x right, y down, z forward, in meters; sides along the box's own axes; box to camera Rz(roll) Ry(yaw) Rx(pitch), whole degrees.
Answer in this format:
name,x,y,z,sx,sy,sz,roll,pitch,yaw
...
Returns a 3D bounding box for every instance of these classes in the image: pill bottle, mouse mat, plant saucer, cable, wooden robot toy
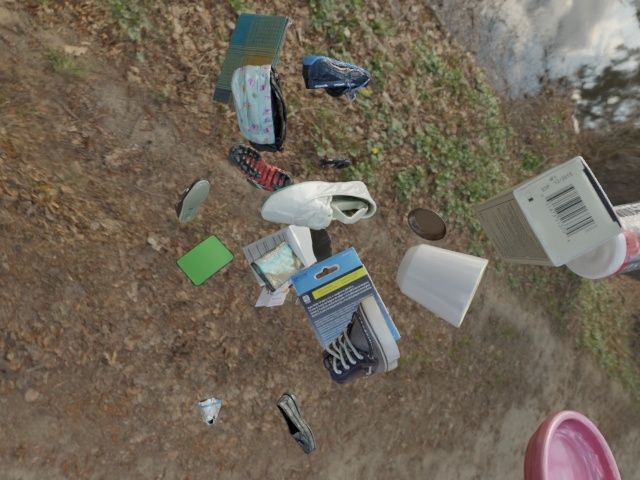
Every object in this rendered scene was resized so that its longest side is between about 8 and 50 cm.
name,x,y,z,sx,sy,sz,roll,pitch,yaw
pill bottle,0.810,-0.009,1.125,0.319,0.176,0.176,-9,108,-19
mouse mat,-0.454,0.076,1.690,0.190,0.152,0.007,-39,158,-19
plant saucer,0.589,0.577,1.007,0.333,0.084,0.331,15,63,-31
cable,0.084,-0.393,2.162,0.185,0.151,0.047,-2,86,-56
plant saucer,0.507,-0.084,2.019,0.036,0.199,0.198,-49,129,-32
wooden robot toy,-0.073,0.185,1.723,0.076,0.173,0.079,49,38,0

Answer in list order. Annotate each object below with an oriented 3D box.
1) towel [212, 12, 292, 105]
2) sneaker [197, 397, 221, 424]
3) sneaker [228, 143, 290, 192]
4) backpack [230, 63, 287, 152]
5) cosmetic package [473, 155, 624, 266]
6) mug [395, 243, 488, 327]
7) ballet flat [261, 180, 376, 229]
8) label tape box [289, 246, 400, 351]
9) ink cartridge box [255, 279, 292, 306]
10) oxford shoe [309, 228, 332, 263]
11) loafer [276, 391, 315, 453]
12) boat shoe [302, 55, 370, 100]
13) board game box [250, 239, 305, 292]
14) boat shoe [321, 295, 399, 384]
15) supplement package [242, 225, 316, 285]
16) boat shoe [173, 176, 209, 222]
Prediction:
name,x,y,z,sx,sy,sz,roll,pitch,yaw
towel,-0.279,-0.712,1.708,0.040,0.272,0.369,9,102,-60
sneaker,-0.384,0.596,1.488,0.072,0.190,0.082,-12,70,-5
sneaker,-0.235,-0.252,1.530,0.276,0.135,0.097,32,76,-45
backpack,-0.139,-0.312,0.995,0.115,0.151,0.181,-7,138,-3
cosmetic package,0.423,-0.045,0.842,0.129,0.296,0.153,-29,87,5
mug,0.103,0.036,0.377,0.062,0.064,0.078,-62,158,-11
ballet flat,0.021,-0.096,1.231,0.401,0.139,0.139,-13,110,-43
label tape box,0.078,0.233,1.473,0.249,0.115,0.347,-26,79,-8
ink cartridge box,-0.189,0.214,1.791,0.104,0.062,0.181,3,117,-56
oxford shoe,0.000,0.000,1.598,0.076,0.076,0.212,-10,69,-4
loafer,-0.110,0.762,1.762,0.084,0.096,0.267,-22,88,-54
boat shoe,0.034,-0.419,1.126,0.259,0.109,0.088,-10,112,-45
board game box,-0.146,0.088,1.503,0.126,0.026,0.186,52,40,0
boat shoe,0.076,0.239,0.931,0.158,0.127,0.340,-22,147,-1
supplement package,-0.166,0.051,1.943,0.197,0.263,0.199,65,24,-4
boat shoe,-0.463,-0.154,1.517,0.084,0.233,0.079,-14,69,-42
